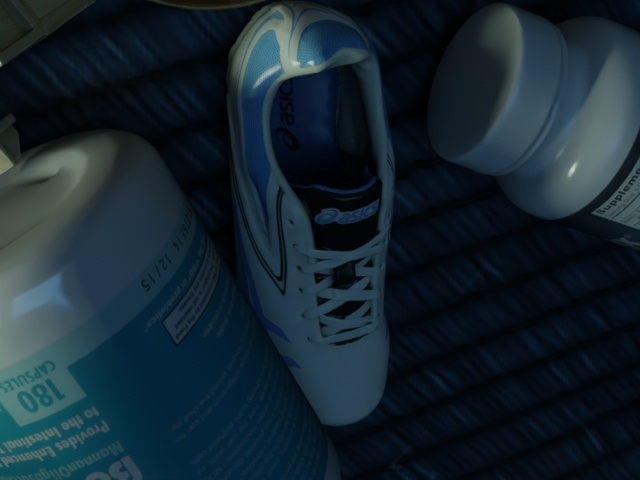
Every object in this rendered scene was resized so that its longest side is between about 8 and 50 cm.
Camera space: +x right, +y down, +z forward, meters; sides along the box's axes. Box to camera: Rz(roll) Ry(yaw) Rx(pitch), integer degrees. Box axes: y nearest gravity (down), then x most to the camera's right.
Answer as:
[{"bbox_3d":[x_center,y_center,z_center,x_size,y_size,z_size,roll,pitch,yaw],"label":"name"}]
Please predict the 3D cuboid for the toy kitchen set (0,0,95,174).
[{"bbox_3d":[-0.145,-0.075,0.483,0.083,0.075,0.068,-24,110,37],"label":"toy kitchen set"}]

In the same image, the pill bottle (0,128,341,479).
[{"bbox_3d":[-0.082,0.090,0.512,0.146,0.146,0.264,-31,118,-5],"label":"pill bottle"}]

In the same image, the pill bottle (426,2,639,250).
[{"bbox_3d":[0.151,-0.055,0.556,0.180,0.108,0.108,16,105,-24],"label":"pill bottle"}]

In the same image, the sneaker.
[{"bbox_3d":[0.000,0.000,0.539,0.085,0.086,0.237,-14,117,-15],"label":"sneaker"}]

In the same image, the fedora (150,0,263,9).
[{"bbox_3d":[-0.035,-0.188,0.452,0.194,0.079,0.194,-7,114,-16],"label":"fedora"}]
